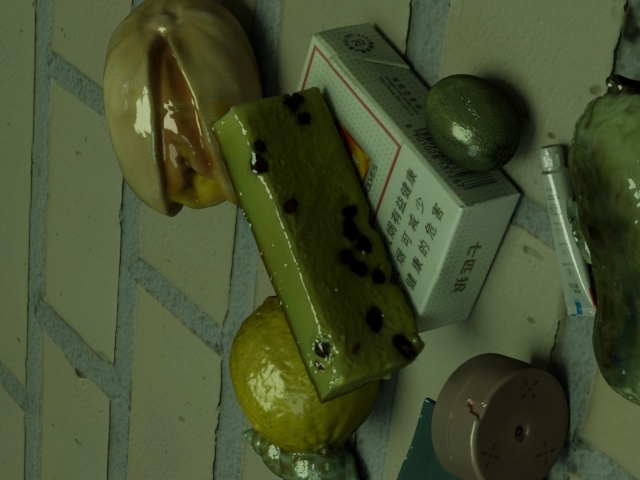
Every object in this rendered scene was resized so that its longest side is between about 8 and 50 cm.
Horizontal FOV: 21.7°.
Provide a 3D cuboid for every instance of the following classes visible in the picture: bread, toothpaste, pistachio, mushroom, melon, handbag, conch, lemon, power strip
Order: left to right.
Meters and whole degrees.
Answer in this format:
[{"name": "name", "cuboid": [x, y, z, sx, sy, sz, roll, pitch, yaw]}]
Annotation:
[{"name": "pistachio", "cuboid": [-0.184, -0.191, 2.289, 0.230, 0.230, 0.309, 1, 106, 57]}, {"name": "lemon", "cuboid": [-0.020, 0.170, 2.166, 0.192, 0.192, 0.231, -52, 52, 51]}, {"name": "conch", "cuboid": [-0.011, 0.306, 2.289, 0.173, 0.106, 0.116, 58, 164, 3]}, {"name": "bread", "cuboid": [0.000, 0.000, 1.957, 0.077, 0.138, 0.361, -39, 69, 54]}, {"name": "melon", "cuboid": [0.168, -0.133, 1.861, 0.131, 0.098, 0.098, 51, 139, 34]}, {"name": "handbag", "cuboid": [0.189, 0.306, 2.014, 0.229, 0.062, 0.179, 46, 136, 39]}, {"name": "power strip", "cuboid": [0.203, 0.207, 1.880, 0.078, 0.154, 0.154, 16, 114, 51]}, {"name": "toothpaste", "cuboid": [0.267, -0.010, 1.815, 0.048, 0.031, 0.190, -2, 103, 54]}, {"name": "mushroom", "cuboid": [0.321, 0.015, 1.648, 0.247, 0.130, 0.344, 13, 111, 50]}]

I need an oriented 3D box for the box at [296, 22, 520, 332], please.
[{"name": "box", "cuboid": [0.084, -0.079, 2.009, 0.330, 0.095, 0.210, 51, 141, 32]}]
